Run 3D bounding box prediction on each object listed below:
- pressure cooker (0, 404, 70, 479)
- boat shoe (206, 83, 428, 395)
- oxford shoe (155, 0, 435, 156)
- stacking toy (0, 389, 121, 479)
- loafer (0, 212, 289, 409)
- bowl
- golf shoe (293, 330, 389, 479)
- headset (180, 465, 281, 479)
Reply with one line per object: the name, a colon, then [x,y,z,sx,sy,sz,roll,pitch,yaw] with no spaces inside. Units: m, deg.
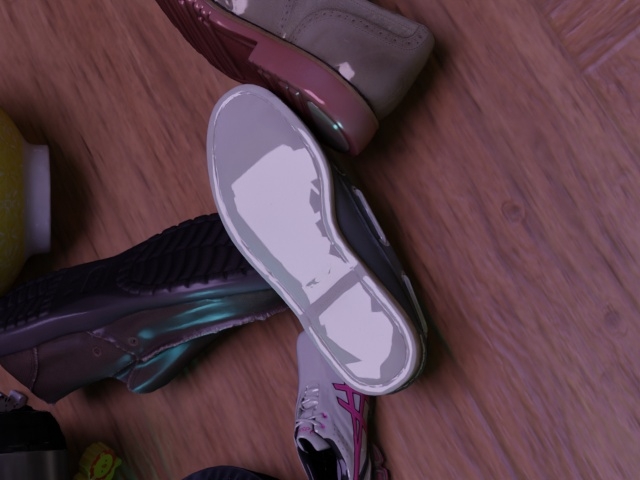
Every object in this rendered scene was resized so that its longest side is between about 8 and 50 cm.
pressure cooker: [-0.401,0.378,1.639,0.370,0.375,0.420,160,106,-68]
boat shoe: [0.000,0.000,1.599,0.116,0.099,0.319,-35,77,17]
oxford shoe: [-0.050,-0.231,1.686,0.146,0.140,0.397,-45,59,-8]
stacking toy: [-0.315,0.283,1.827,0.167,0.052,0.221,27,100,32]
loafer: [-0.164,0.075,1.727,0.366,0.134,0.130,-14,120,27]
bowl: [-0.361,-0.042,1.808,0.156,0.289,0.289,-1,83,-10]
golf shoe: [0.009,0.165,1.610,0.067,0.086,0.186,-25,71,30]
headset: [-0.063,0.410,1.627,0.243,0.185,0.394,-31,54,31]
